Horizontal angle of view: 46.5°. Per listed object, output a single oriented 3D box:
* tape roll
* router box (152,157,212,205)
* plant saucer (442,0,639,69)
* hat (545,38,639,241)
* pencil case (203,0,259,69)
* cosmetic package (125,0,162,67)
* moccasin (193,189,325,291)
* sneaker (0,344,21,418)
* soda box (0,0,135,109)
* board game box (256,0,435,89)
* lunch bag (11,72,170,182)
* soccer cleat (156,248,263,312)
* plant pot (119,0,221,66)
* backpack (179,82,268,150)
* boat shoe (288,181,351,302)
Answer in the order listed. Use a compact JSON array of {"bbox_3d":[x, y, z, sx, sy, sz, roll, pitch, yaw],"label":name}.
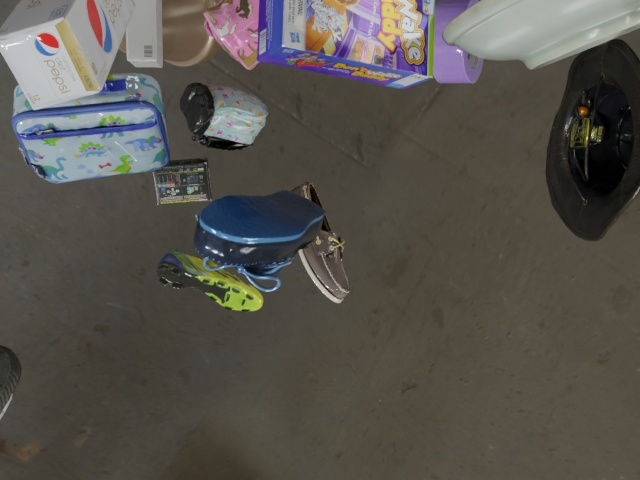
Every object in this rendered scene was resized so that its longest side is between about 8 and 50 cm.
[{"bbox_3d":[0.316,-0.456,1.707,0.080,0.189,0.189,6,78,26],"label":"tape roll"},{"bbox_3d":[-0.304,-0.130,1.642,0.122,0.038,0.092,-5,113,-4],"label":"router box"},{"bbox_3d":[0.368,-0.317,1.003,0.400,0.400,0.101,-22,95,0],"label":"plant saucer"},{"bbox_3d":[0.465,-0.144,1.129,0.133,0.331,0.332,5,78,-6],"label":"hat"},{"bbox_3d":[-0.074,-0.543,1.612,0.386,0.167,0.160,-40,121,7],"label":"pencil case"},{"bbox_3d":[-0.333,-0.452,1.400,0.060,0.099,0.239,-1,96,-3],"label":"cosmetic package"},{"bbox_3d":[-0.078,0.009,1.082,0.137,0.342,0.117,31,106,18],"label":"moccasin"},{"bbox_3d":[-0.338,0.152,0.625,0.078,0.234,0.106,42,128,3],"label":"sneaker"},{"bbox_3d":[-0.237,-0.213,0.717,0.069,0.074,0.216,-13,37,7],"label":"soda box"},{"bbox_3d":[0.041,-0.398,0.999,0.233,0.078,0.347,4,86,-30],"label":"board game box"},{"bbox_3d":[-0.343,-0.171,1.126,0.218,0.176,0.090,-6,61,-9],"label":"lunch bag"},{"bbox_3d":[-0.268,0.091,1.860,0.289,0.094,0.121,18,39,10],"label":"soccer cleat"},{"bbox_3d":[-0.396,-0.552,1.840,0.262,0.229,0.263,12,116,26],"label":"plant pot"},{"bbox_3d":[-0.210,-0.280,1.673,0.115,0.181,0.152,-50,46,34],"label":"backpack"},{"bbox_3d":[0.000,0.000,1.859,0.096,0.116,0.325,-35,63,18],"label":"boat shoe"}]
